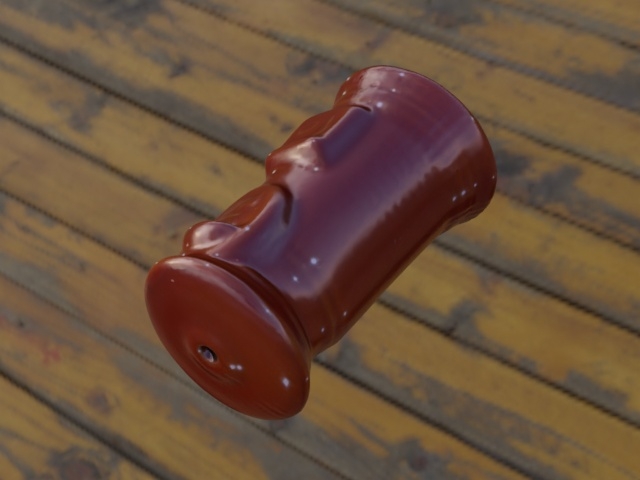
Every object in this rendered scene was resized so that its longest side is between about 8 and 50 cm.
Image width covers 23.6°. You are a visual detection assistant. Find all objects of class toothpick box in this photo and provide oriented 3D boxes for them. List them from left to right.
[{"bbox_3d":[0.000,0.000,0.352,0.047,0.047,0.083,20,49,32],"label":"toothpick box"}]
